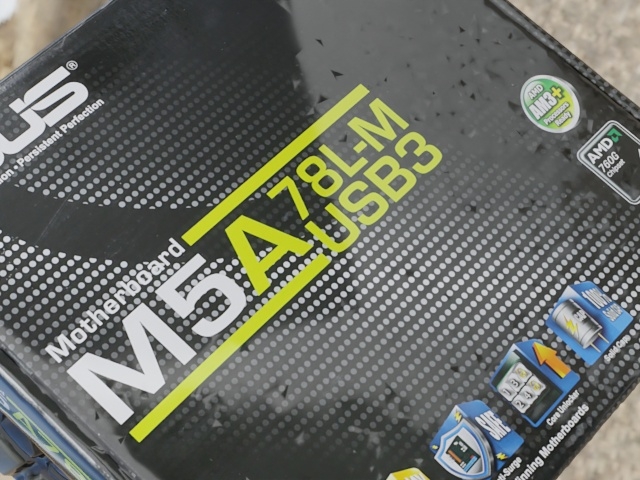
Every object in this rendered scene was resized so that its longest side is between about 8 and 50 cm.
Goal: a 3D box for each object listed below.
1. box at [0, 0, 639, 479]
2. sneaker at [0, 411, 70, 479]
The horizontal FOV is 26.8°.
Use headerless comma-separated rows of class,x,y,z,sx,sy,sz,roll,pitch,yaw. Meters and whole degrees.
box,0.000,0.000,0.379,0.190,0.184,0.045,-42,-11,-24
sneaker,-0.042,0.086,0.561,0.101,0.267,0.106,-35,18,41
